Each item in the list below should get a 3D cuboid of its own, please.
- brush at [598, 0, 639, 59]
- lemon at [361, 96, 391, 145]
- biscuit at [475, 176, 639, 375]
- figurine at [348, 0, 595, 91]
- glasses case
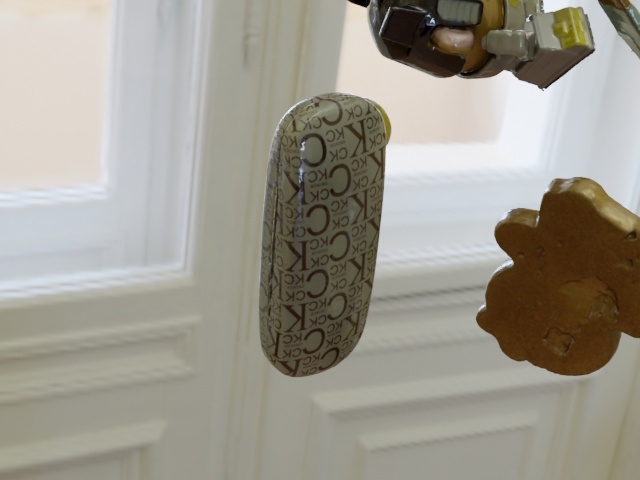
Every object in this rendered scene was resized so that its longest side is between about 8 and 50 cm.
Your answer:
[{"bbox_3d":[0.391,-0.186,1.351,0.020,0.336,0.085,-39,25,3],"label":"brush"},{"bbox_3d":[0.068,-0.171,1.814,0.082,0.110,0.082,-16,49,20],"label":"lemon"},{"bbox_3d":[0.243,0.045,1.152,0.184,0.249,0.035,34,49,14],"label":"biscuit"},{"bbox_3d":[0.175,-0.268,1.460,0.309,0.143,0.308,5,5,0],"label":"figurine"},{"bbox_3d":[0.000,0.000,1.373,0.137,0.354,0.085,-13,32,-32],"label":"glasses case"}]
